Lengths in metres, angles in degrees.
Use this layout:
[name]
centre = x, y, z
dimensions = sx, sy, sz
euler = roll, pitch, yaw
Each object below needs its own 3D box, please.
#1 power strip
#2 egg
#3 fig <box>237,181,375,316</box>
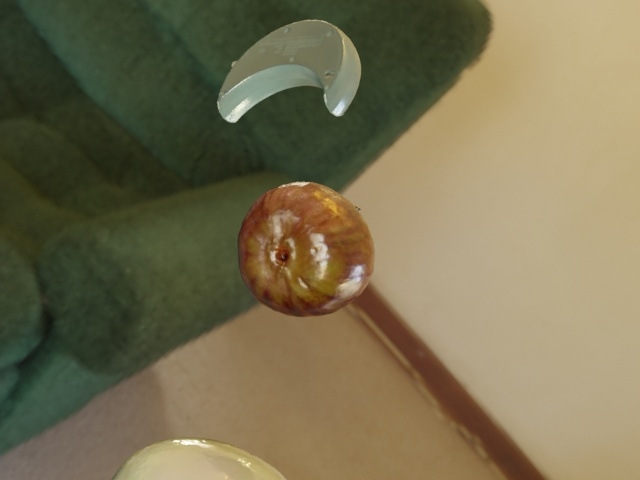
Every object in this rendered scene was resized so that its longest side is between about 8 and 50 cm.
[power strip]
centre = -0.040, -0.203, 1.685
dimensions = 0.044, 0.216, 0.137
euler = 46, 59, -40
[egg]
centre = -0.161, 0.305, 1.471
dimensions = 0.162, 0.271, 0.206
euler = 38, 22, -13
[fig]
centre = -0.018, 0.014, 1.552
dimensions = 0.202, 0.149, 0.148
euler = 114, -24, -80
